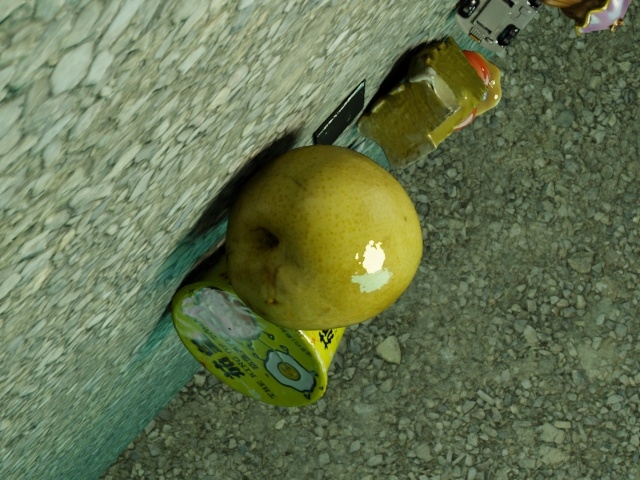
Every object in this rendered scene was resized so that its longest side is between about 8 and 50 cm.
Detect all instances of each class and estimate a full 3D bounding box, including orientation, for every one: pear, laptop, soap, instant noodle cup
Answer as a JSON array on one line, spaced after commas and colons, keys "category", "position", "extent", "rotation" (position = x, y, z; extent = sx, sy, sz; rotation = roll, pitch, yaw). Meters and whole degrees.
[{"category": "pear", "position": [0.000, 0.000, 1.646], "extent": [0.314, 0.314, 0.314], "rotation": [-47, 176, -4]}, {"category": "laptop", "position": [0.039, -0.217, 1.920], "extent": [0.135, 0.016, 0.197], "rotation": [-48, 176, -2]}, {"category": "soap", "position": [0.264, -0.330, 2.140], "extent": [0.339, 0.169, 0.304], "rotation": [-46, -174, -28]}, {"category": "instant noodle cup", "position": [-0.078, 0.114, 1.999], "extent": [0.254, 0.325, 0.325], "rotation": [-55, -178, -37]}]

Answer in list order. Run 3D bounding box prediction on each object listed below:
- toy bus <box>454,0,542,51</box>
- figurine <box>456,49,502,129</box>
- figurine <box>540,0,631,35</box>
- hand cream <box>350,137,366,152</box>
[{"category": "toy bus", "position": [0.367, -0.482, 2.066], "extent": [0.209, 0.126, 0.136], "rotation": [-51, -177, 43]}, {"category": "figurine", "position": [0.328, -0.358, 2.556], "extent": [0.208, 0.181, 0.257], "rotation": [-18, -179, 24]}, {"category": "figurine", "position": [0.401, -0.445, 1.727], "extent": [0.189, 0.263, 0.142], "rotation": [-43, 176, -24]}, {"category": "hand cream", "position": [0.023, -0.136, 2.334], "extent": [0.091, 0.058, 0.271], "rotation": [-47, -177, 46]}]
